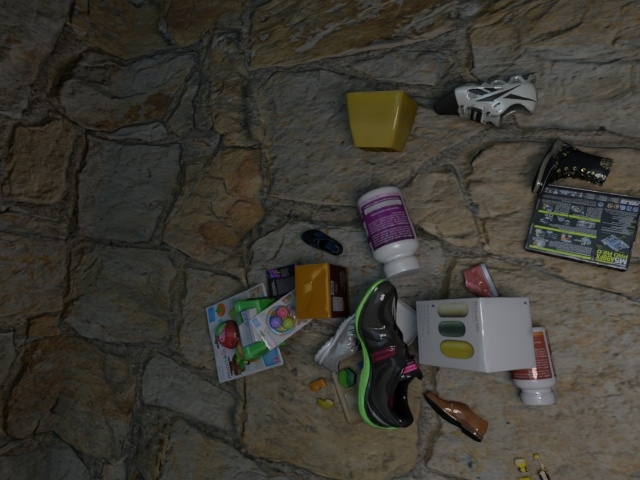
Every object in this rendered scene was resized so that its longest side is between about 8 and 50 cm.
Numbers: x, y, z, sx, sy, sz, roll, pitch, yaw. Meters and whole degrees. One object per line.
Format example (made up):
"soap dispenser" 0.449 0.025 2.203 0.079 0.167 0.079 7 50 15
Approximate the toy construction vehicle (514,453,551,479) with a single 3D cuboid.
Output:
"toy construction vehicle" 0.627 0.688 1.231 0.086 0.035 0.098 -32 66 30

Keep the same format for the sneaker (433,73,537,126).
"sneaker" 0.552 -0.452 1.413 0.331 0.122 0.146 -5 77 26

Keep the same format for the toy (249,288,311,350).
"toy" -0.127 0.284 1.565 0.237 0.056 0.136 -33 82 -27

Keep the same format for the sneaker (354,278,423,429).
"sneaker" 0.230 0.359 1.330 0.203 0.185 0.481 -1 94 41

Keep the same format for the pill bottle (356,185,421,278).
"pill bottle" 0.244 -0.023 1.461 0.170 0.169 0.301 -22 72 21

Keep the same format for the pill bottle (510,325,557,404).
"pill bottle" 0.623 0.366 1.236 0.121 0.121 0.215 -11 76 24

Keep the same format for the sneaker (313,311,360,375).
"sneaker" 0.107 0.358 1.503 0.115 0.105 0.281 41 97 16

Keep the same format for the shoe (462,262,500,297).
"shoe" 0.527 0.166 1.354 0.081 0.064 0.177 -25 66 22

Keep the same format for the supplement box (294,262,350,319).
"supplement box" 0.010 0.188 1.522 0.129 0.194 0.191 -7 78 25

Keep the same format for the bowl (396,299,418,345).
"bowl" 0.278 0.291 1.455 0.142 0.053 0.142 38 97 26

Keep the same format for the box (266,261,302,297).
"box" -0.140 0.162 1.693 0.162 0.029 0.115 -15 76 21

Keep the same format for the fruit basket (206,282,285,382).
"fruit basket" -0.324 0.375 1.673 0.354 0.165 0.326 -22 72 24

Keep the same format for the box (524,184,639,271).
"box" 0.789 -0.042 1.262 0.270 0.060 0.216 14 88 27

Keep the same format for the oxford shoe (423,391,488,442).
"oxford shoe" 0.431 0.546 1.339 0.212 0.076 0.076 30 65 29

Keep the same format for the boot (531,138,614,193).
"boot" 0.755 -0.202 1.251 0.179 0.085 0.236 28 59 24

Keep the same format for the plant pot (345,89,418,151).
"plant pot" 0.222 -0.426 1.533 0.213 0.212 0.186 7 97 27

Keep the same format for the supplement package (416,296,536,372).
"supplement package" 0.447 0.270 1.232 0.263 0.198 0.199 -20 68 61

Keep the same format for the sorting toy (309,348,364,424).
"sorting toy" 0.110 0.535 1.499 0.308 0.041 0.228 -29 70 19

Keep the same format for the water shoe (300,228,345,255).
"water shoe" 0.000 0.000 1.624 0.203 0.080 0.072 20 90 27
